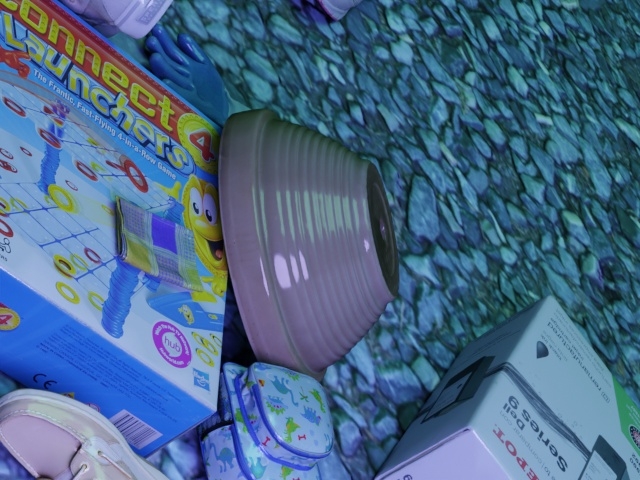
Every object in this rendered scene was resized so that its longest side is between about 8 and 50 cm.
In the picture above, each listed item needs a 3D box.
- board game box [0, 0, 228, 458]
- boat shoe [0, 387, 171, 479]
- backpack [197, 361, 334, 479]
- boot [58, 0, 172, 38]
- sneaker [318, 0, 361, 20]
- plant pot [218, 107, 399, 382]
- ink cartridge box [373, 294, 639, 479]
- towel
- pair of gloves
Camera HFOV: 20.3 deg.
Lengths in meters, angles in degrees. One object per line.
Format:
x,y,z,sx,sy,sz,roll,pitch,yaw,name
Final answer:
-0.205,-0.039,1.347,0.308,0.086,0.302,37,35,-30,board game box
-0.158,0.166,1.237,0.170,0.063,0.059,40,28,-28,boat shoe
-0.043,0.156,1.396,0.105,0.084,0.114,21,47,-42,backpack
-0.194,-0.233,1.468,0.123,0.095,0.258,35,-4,-17,boot
0.048,-0.326,1.974,0.103,0.111,0.252,52,30,-7,sneaker
0.000,0.000,1.490,0.237,0.110,0.237,-11,90,-78,plant pot
0.195,0.212,1.648,0.211,0.121,0.289,52,30,-6,ink cartridge box
-0.121,0.003,1.330,0.083,0.009,0.060,28,39,-39,towel
-0.106,-0.105,1.622,0.159,0.023,0.198,38,33,-28,pair of gloves
